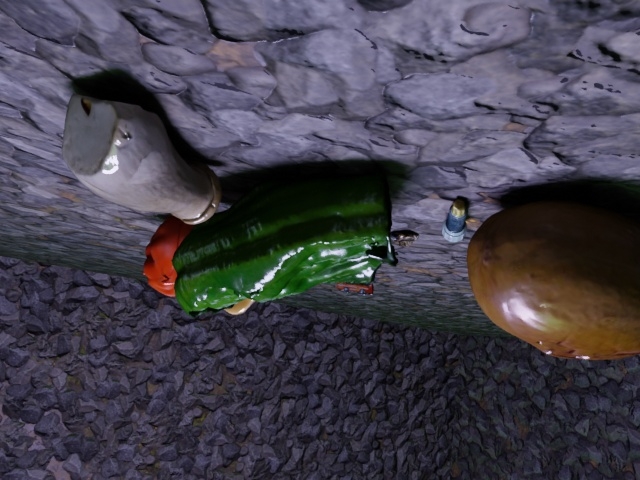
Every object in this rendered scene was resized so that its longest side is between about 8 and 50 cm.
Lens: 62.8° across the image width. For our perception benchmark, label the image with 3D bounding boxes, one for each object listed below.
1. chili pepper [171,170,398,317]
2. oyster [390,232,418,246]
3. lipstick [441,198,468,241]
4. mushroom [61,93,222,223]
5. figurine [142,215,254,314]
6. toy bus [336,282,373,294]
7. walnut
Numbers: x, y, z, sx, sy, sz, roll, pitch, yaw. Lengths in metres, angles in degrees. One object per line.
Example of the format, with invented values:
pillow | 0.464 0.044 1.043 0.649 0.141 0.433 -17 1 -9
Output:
chili pepper | -0.051 -0.001 0.744 0.384 0.168 0.213 -15 173 32
oyster | 0.145 -0.001 0.932 0.054 0.019 0.083 9 168 -4
lipstick | 0.193 -0.030 0.737 0.037 0.037 0.116 5 164 10
mushroom | -0.200 -0.083 0.588 0.096 0.108 0.247 47 178 19
figurine | -0.241 0.041 1.032 0.208 0.181 0.257 34 178 35
toy bus | 0.104 0.137 1.563 0.110 0.043 0.031 6 165 18
walnut | 0.327 0.055 0.660 0.297 0.203 0.203 18 166 -11
